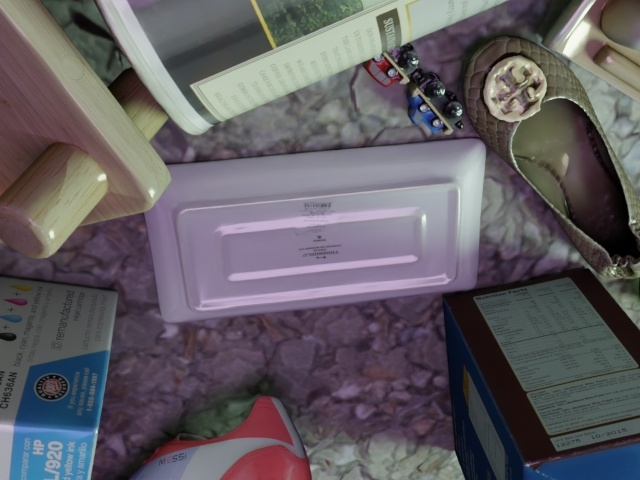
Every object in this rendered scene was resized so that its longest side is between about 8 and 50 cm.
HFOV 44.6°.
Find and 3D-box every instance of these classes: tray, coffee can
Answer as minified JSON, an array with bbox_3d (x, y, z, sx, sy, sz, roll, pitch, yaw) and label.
[{"bbox_3d":[0.000,0.000,0.620,0.270,0.030,0.145,-6,119,-5],"label":"tray"},{"bbox_3d":[0.018,-0.199,0.408,0.275,0.201,0.201,-23,120,5],"label":"coffee can"}]

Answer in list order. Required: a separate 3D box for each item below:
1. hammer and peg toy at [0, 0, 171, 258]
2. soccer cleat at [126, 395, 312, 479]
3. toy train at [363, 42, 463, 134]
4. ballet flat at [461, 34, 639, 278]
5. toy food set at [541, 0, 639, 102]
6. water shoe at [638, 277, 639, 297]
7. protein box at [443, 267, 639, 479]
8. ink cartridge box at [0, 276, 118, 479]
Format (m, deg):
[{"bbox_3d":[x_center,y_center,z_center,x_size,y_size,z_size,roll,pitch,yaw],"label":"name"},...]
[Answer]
[{"bbox_3d":[-0.267,-0.138,0.397,0.266,0.127,0.361,-9,128,38],"label":"hammer and peg toy"},{"bbox_3d":[-0.142,0.243,0.711,0.318,0.116,0.108,-27,150,25],"label":"soccer cleat"},{"bbox_3d":[0.048,-0.129,0.554,0.036,0.027,0.158,-39,117,18],"label":"toy train"},{"bbox_3d":[0.194,-0.053,0.601,0.084,0.058,0.250,-35,119,11],"label":"ballet flat"},{"bbox_3d":[0.336,-0.159,0.542,0.306,0.092,0.219,24,114,-21],"label":"toy food set"},{"bbox_3d":[0.373,0.014,0.660,0.203,0.073,0.080,-25,118,5],"label":"water shoe"},{"bbox_3d":[0.197,0.167,0.645,0.136,0.201,0.199,-11,121,-2],"label":"protein box"},{"bbox_3d":[-0.283,0.132,0.571,0.233,0.171,0.168,9,118,-14],"label":"ink cartridge box"}]
